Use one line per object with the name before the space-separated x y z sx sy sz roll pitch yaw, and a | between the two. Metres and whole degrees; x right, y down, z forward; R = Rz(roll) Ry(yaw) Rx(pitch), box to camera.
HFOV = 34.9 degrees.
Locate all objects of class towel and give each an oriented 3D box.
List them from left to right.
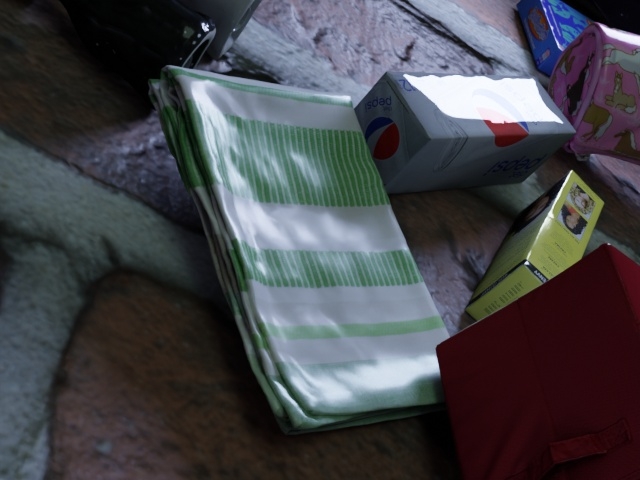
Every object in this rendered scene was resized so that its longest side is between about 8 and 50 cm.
towel | 0.000 0.000 0.870 0.248 0.038 0.324 1 60 -47

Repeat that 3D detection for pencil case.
pencil case | 0.492 -0.157 1.351 0.386 0.167 0.160 13 42 -14

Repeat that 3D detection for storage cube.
storage cube | 0.231 0.151 0.821 0.215 0.184 0.193 30 37 -36

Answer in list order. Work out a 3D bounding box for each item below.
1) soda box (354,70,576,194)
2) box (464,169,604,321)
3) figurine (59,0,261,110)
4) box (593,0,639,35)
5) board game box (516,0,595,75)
soda box | 0.155 -0.119 1.114 0.286 0.098 0.091 -7 59 -47
box | 0.228 0.013 1.063 0.058 0.087 0.232 44 35 -2
figurine | -0.178 -0.247 0.949 0.209 0.092 0.215 36 36 -2
box | 0.560 -0.441 1.695 0.313 0.179 0.343 6 49 -53
board game box | 0.402 -0.280 1.541 0.210 0.047 0.160 22 41 -28
